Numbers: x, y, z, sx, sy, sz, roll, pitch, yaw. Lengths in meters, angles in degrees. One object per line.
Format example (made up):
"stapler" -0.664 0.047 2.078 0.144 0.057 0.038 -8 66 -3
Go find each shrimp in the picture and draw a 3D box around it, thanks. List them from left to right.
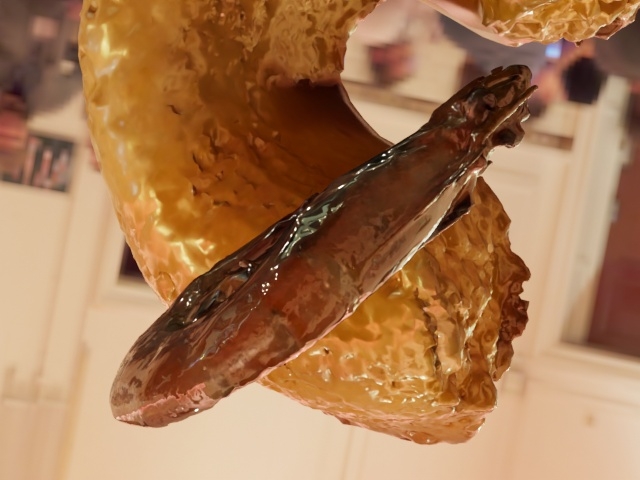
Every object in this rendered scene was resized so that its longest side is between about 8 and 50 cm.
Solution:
"shrimp" -0.001 -0.002 0.815 0.251 0.052 0.143 -35 -162 -12

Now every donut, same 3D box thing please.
"donut" 0.016 -0.112 1.025 0.378 0.435 0.163 26 -172 24
